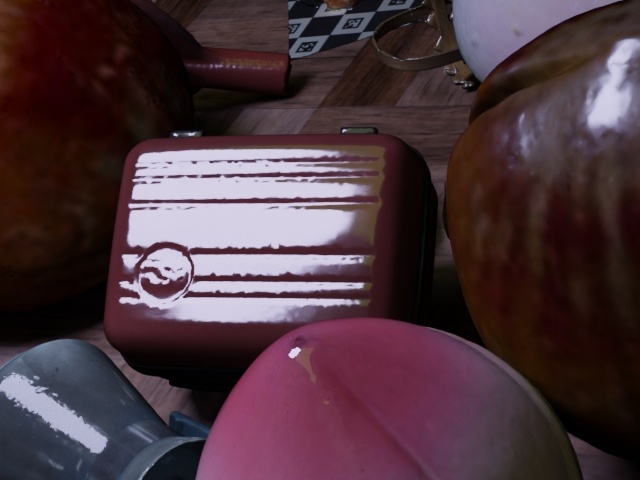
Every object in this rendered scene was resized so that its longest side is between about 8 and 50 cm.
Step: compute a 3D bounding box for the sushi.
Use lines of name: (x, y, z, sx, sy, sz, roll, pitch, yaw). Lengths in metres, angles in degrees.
sushi: (0.083, -0.363, 2.053, 0.290, 0.050, 0.264, -16, 34, 10)

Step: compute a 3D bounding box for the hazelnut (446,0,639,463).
hazelnut: (0.321, -0.017, 1.163, 0.429, 0.402, 0.402, 12, 47, 47)

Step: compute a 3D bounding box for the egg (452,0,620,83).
egg: (0.295, -0.254, 1.529, 0.339, 0.354, 0.354, -30, 29, 24)

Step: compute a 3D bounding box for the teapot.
teapot: (-0.182, 0.194, 1.358, 0.225, 0.171, 0.203, 23, 24, 39)

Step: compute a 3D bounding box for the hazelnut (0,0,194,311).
hazelnut: (-0.339, -0.120, 1.691, 0.420, 0.353, 0.421, -3, 56, 5)

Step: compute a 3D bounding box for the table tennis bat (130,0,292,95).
table tennis bat: (-0.244, -0.228, 1.909, 0.414, 0.268, 0.051, 6, 58, 1)

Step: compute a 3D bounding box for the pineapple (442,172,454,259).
pineapple: (0.242, -0.030, 1.439, 0.248, 0.128, 0.128, -6, 37, 16)

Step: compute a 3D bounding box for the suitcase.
suitcase: (-0.043, 0.021, 1.413, 0.297, 0.161, 0.236, 1, 72, 18)

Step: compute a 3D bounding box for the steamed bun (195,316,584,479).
steamed bun: (0.038, 0.181, 1.110, 0.309, 0.309, 0.309, -16, 34, 11)

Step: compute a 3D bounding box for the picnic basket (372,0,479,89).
picnic basket: (0.147, -0.242, 1.764, 0.178, 0.138, 0.128, -24, 34, -11)
